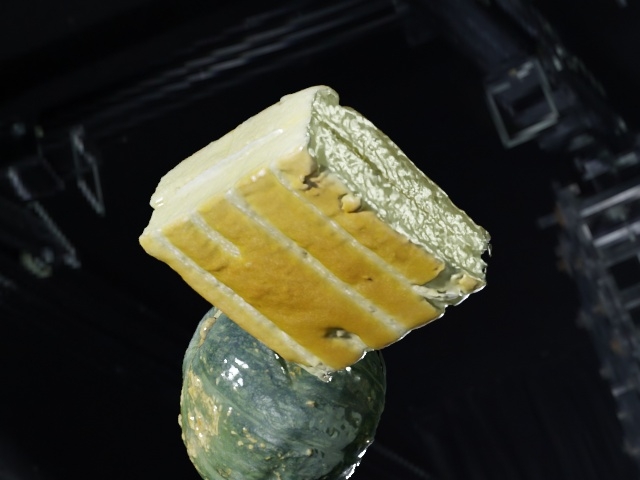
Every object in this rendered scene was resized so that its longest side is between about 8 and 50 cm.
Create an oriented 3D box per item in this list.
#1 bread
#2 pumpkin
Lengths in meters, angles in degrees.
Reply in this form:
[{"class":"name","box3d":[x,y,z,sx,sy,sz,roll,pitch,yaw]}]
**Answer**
[{"class":"bread","box3d":[0.000,0.000,1.368,0.246,0.111,0.239,41,-45,-23]},{"class":"pumpkin","box3d":[-0.055,0.197,1.899,0.257,0.328,0.291,31,-63,-7]}]
